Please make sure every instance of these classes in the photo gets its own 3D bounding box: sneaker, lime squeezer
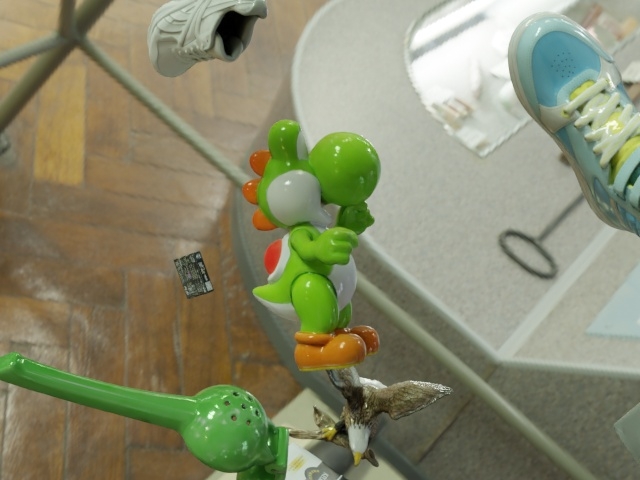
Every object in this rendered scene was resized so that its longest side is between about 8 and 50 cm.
[{"bbox_3d":[0.351,-0.126,1.147,0.319,0.127,0.208,50,2,-20],"label":"sneaker"},{"bbox_3d":[-0.153,-0.273,1.304,0.090,0.232,0.115,3,61,-40],"label":"sneaker"},{"bbox_3d":[-0.065,0.155,0.640,0.310,0.110,0.059,52,9,-38],"label":"lime squeezer"}]

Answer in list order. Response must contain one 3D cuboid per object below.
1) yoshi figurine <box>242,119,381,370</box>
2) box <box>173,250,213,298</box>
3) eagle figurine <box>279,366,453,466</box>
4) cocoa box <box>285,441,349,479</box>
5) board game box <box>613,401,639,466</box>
[{"bbox_3d":[0.025,-0.005,1.422,0.203,0.203,0.362,-10,88,-35],"label":"yoshi figurine"},{"bbox_3d":[-0.245,0.067,1.901,0.018,0.067,0.083,-21,92,-46],"label":"box"},{"bbox_3d":[0.078,0.275,1.683,0.226,0.298,0.225,-12,51,-25],"label":"eagle figurine"},{"bbox_3d":[-0.060,0.495,1.400,0.228,0.231,0.347,32,22,13],"label":"cocoa box"},{"bbox_3d":[0.471,0.194,0.923,0.303,0.097,0.224,-21,64,-21],"label":"board game box"}]
